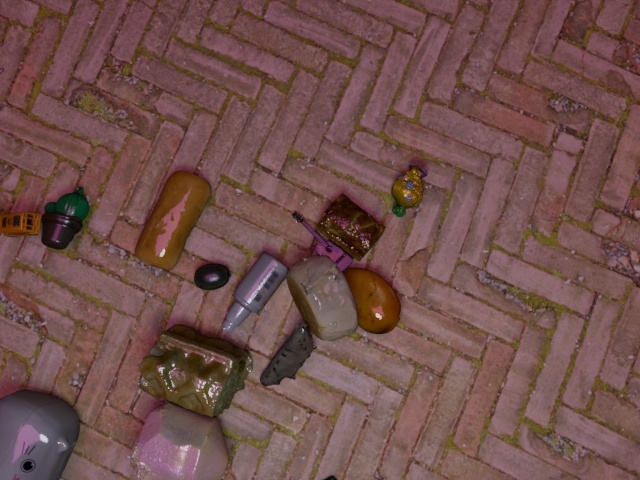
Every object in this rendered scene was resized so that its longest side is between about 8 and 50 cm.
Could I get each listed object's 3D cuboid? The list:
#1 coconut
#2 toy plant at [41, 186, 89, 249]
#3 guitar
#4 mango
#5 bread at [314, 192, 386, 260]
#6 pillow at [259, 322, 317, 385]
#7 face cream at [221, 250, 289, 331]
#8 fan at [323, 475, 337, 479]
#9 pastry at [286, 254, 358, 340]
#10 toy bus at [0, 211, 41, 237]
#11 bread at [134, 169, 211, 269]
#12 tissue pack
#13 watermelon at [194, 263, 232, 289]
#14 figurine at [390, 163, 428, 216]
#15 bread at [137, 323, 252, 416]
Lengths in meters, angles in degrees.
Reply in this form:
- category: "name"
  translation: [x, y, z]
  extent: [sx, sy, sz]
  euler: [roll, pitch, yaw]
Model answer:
- category: "coconut"
  translation: [-0.367, 0.573, 1.507]
  extent: [0.245, 0.233, 0.233]
  euler: [19, 84, 8]
- category: "toy plant"
  translation: [-0.768, -0.073, 1.670]
  extent: [0.143, 0.105, 0.200]
  euler: [1, 63, 20]
- category: "guitar"
  translation: [0.000, 0.000, 1.670]
  extent: [0.088, 0.025, 0.233]
  euler: [-45, 83, -4]
- category: "mango"
  translation: [0.140, 0.167, 1.601]
  extent: [0.145, 0.112, 0.219]
  euler: [-36, 80, -2]
- category: "bread"
  translation: [0.090, -0.041, 1.631]
  extent: [0.172, 0.103, 0.132]
  euler: [38, 66, 8]
- category: "pillow"
  translation: [-0.082, 0.337, 1.593]
  extent: [0.093, 0.051, 0.241]
  euler: [28, 109, -18]
- category: "face cream"
  translation: [-0.199, 0.158, 1.619]
  extent: [0.101, 0.101, 0.252]
  euler: [36, 86, 6]
- category: "fan"
  translation: [-0.020, 0.718, 1.575]
  extent: [0.155, 0.039, 0.082]
  euler: [-31, 83, -3]
- category: "pastry"
  translation: [0.007, 0.160, 1.541]
  extent: [0.133, 0.265, 0.265]
  euler: [-22, 83, -14]
- category: "toy bus"
  translation: [-0.902, -0.049, 1.655]
  extent: [0.162, 0.074, 0.070]
  euler: [-3, 82, 31]
- category: "bread"
  translation: [-0.441, -0.060, 1.661]
  extent: [0.142, 0.091, 0.305]
  euler: [23, 84, 10]
- category: "tissue pack"
  translation: [-0.809, 0.596, 1.518]
  extent: [0.236, 0.229, 0.333]
  euler: [24, 85, 4]
- category: "watermelon"
  translation: [-0.317, 0.106, 1.641]
  extent: [0.110, 0.078, 0.078]
  euler: [-10, 83, 0]
- category: "figurine"
  translation: [0.254, -0.148, 1.637]
  extent: [0.095, 0.115, 0.156]
  euler: [31, 87, 15]
- category: "bread"
  translation: [-0.345, 0.359, 1.544]
  extent: [0.252, 0.238, 0.196]
  euler: [24, 97, 10]
